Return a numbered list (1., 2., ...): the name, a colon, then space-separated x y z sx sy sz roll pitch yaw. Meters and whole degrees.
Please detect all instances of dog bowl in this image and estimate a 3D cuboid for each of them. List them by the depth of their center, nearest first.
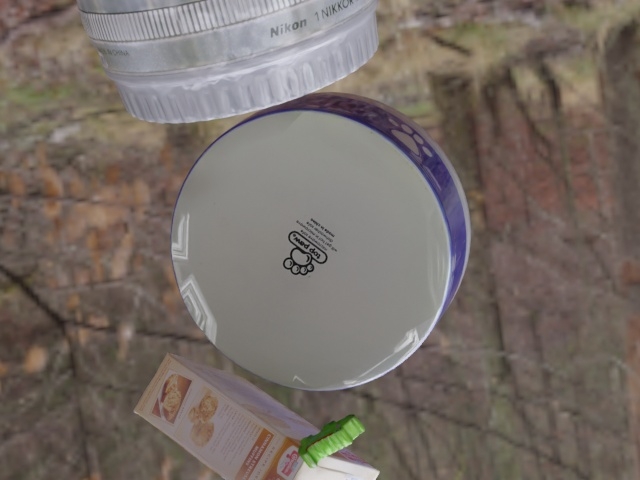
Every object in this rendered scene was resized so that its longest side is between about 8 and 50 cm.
1. dog bowl: 0.000 0.000 1.239 0.265 0.264 0.104 -7 -169 16

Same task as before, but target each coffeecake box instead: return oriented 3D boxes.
1. coffeecake box: -0.059 0.188 1.262 0.185 0.068 0.142 30 180 33

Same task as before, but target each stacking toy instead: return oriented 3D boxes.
1. stacking toy: -0.014 0.272 1.153 0.221 0.167 0.052 -35 -161 8

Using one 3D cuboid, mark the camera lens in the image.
1. camera lens: -0.084 -0.246 0.957 0.219 0.274 0.219 -12 -157 5
